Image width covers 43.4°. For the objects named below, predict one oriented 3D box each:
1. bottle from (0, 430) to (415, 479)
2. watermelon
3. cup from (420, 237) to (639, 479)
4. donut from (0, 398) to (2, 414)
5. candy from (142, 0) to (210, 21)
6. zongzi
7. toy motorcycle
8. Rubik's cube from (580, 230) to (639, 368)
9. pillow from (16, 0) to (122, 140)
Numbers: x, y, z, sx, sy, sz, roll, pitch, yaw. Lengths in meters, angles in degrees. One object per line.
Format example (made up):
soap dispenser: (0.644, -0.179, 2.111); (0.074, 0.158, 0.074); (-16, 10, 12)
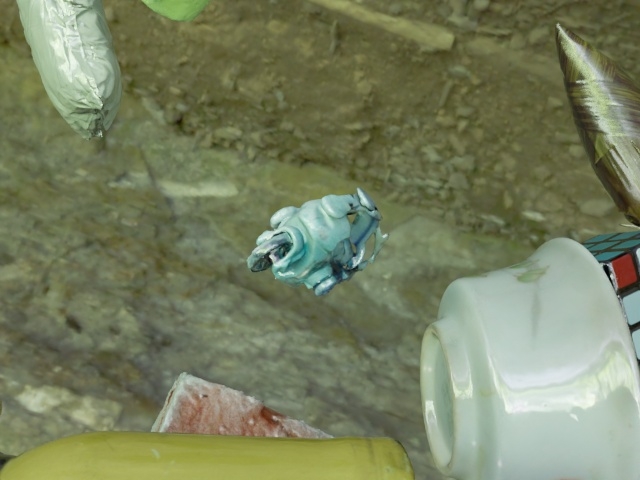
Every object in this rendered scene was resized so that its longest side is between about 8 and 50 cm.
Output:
bottle: (-0.123, 0.203, 0.487); (0.351, 0.171, 0.171); (1, 173, -2)
watermelon: (-0.106, 0.244, 0.891); (0.262, 0.213, 0.201); (11, 141, 16)
cup: (0.209, 0.172, 0.910); (0.163, 0.347, 0.347); (-2, 174, -5)
donut: (-0.626, 0.282, 1.106); (0.170, 0.360, 0.360); (47, -175, 25)
candy: (-0.224, -0.575, 1.517); (0.142, 0.343, 0.132); (7, -137, -42)
zongzi: (0.385, -0.144, 1.063); (0.111, 0.247, 0.241); (-33, 121, 31)
toy motorcycle: (0.000, 0.000, 1.254); (0.154, 0.206, 0.260); (59, -174, 15)
Rubik's cube: (0.433, 0.083, 1.174); (0.162, 0.163, 0.160); (-19, -176, -26)
pillow: (-0.419, -0.339, 1.357); (0.138, 0.310, 0.283); (-19, -175, -19)
